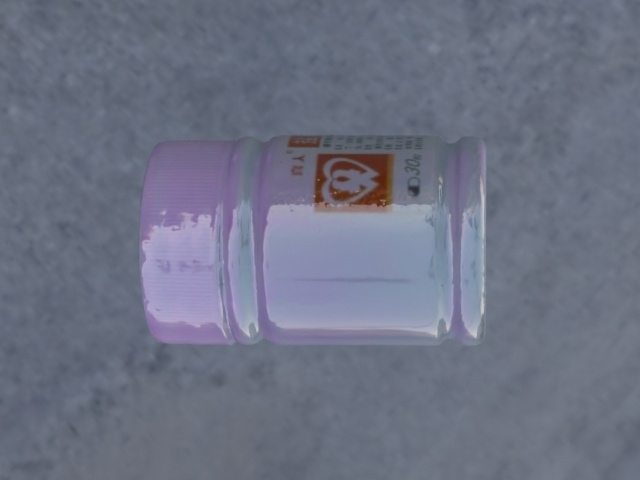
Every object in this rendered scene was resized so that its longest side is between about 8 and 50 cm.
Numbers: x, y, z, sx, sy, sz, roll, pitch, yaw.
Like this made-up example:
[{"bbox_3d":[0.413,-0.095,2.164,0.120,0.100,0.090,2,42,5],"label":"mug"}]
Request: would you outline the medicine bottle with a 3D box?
[{"bbox_3d":[0.000,0.000,1.581,0.316,0.202,0.202,0,131,5],"label":"medicine bottle"}]
